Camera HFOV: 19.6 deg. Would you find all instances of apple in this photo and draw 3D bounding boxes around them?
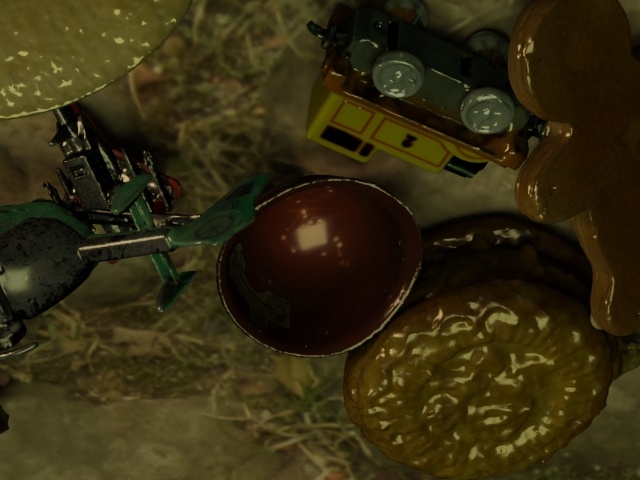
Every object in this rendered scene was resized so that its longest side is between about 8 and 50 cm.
[{"bbox_3d":[-0.217,-0.252,1.285,0.257,0.233,0.295,-6,134,-3],"label":"apple"}]

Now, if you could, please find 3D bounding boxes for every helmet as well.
[{"bbox_3d":[0.000,0.000,1.541,0.175,0.106,0.155,-41,111,20],"label":"helmet"}]

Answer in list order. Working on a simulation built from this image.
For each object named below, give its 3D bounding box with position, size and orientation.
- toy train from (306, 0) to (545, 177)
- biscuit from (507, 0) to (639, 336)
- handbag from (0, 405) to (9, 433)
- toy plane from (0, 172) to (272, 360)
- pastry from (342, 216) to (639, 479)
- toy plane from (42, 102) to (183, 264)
[{"bbox_3d":[0.077,-0.112,1.477,0.219,0.089,0.127,22,133,-15],"label":"toy train"},{"bbox_3d":[0.231,-0.077,1.474,0.197,0.049,0.301,-47,127,-17],"label":"biscuit"},{"bbox_3d":[-0.419,0.135,1.631,0.235,0.127,0.213,-25,124,2],"label":"handbag"},{"bbox_3d":[-0.219,0.009,1.455,0.381,0.155,0.106,-8,120,30],"label":"toy plane"},{"bbox_3d":[0.140,0.109,1.603,0.240,0.132,0.235,-30,119,20],"label":"pastry"},{"bbox_3d":[-0.189,-0.063,1.523,0.130,0.061,0.189,-14,124,33],"label":"toy plane"}]
